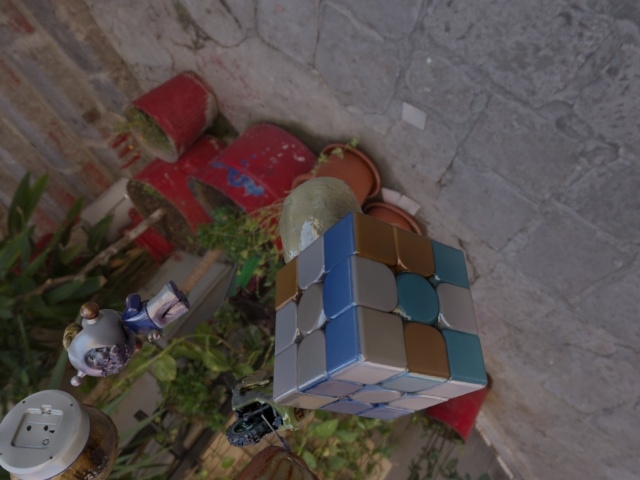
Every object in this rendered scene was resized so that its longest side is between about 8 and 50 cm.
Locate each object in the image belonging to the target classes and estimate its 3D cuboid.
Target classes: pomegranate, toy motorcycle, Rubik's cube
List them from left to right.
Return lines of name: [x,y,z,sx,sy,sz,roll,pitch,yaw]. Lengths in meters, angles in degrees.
pomegranate: [-0.766,0.642,1.626,0.322,0.322,0.322,33,156,17]
toy motorcycle: [-0.164,0.486,1.638,0.410,0.237,0.168,-128,26,-78]
Rubik's cube: [0.117,0.191,1.237,0.347,0.344,0.347,18,143,-27]

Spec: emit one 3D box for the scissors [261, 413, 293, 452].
scissors: [-0.105,0.508,1.389,0.189,0.015,0.100,62,167,-27]

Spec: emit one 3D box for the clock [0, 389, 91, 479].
clock: [-0.751,0.524,1.464,0.230,0.230,0.083,29,146,26]

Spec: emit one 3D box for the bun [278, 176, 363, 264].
bun: [0.000,0.000,1.568,0.234,0.326,0.362,-8,96,21]

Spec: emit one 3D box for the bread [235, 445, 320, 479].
bread: [-0.106,0.589,1.230,0.190,0.123,0.244,35,-160,6]

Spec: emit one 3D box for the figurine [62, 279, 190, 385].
figurine: [-0.416,0.199,1.177,0.133,0.274,0.194,57,153,38]
